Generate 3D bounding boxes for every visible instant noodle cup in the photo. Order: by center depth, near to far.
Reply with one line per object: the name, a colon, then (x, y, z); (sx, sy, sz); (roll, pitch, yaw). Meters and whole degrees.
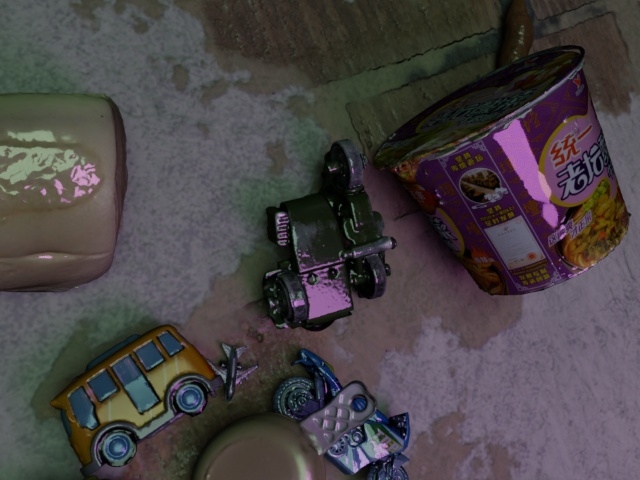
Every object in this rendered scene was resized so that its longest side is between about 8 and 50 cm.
instant noodle cup: (0.281, -0.090, 1.040); (0.340, 0.340, 0.265); (-36, 106, -19)

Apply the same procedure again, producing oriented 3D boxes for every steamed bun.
steamed bun: (-0.373, -0.048, 0.859); (0.291, 0.273, 0.272); (-12, 104, -16)

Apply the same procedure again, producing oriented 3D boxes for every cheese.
cheese: (-0.044, 0.291, 0.937); (0.286, 0.082, 0.163); (-36, 75, 9)

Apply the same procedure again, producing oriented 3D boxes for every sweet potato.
sweet potato: (0.340, -0.329, 1.210); (0.065, 0.051, 0.218); (1, 83, -15)

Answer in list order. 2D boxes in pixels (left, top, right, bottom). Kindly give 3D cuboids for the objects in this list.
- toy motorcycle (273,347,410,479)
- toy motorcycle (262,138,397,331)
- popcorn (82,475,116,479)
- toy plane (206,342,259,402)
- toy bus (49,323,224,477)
toy motorcycle: (0.047, 0.270, 1.028); (0.254, 0.092, 0.135); (41, 64, -1)
toy motorcycle: (0.000, 0.000, 1.029); (0.205, 0.127, 0.275); (-14, 96, -18)
popcorn: (-0.283, 0.407, 0.831); (0.250, 0.225, 0.249); (2, 84, -24)
toy plane: (-0.129, 0.192, 1.006); (0.079, 0.031, 0.083); (9, 81, -17)
toy bus: (-0.245, 0.204, 0.920); (0.210, 0.126, 0.136); (-33, 87, -18)
